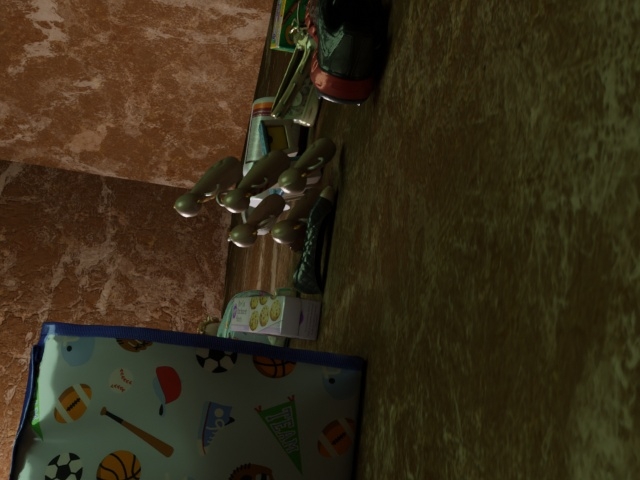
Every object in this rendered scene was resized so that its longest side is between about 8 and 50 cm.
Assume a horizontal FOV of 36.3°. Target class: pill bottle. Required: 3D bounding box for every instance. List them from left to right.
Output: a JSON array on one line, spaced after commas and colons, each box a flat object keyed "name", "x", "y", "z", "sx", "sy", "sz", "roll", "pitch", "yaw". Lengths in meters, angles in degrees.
[{"name": "pill bottle", "x": -0.099, "y": -0.182, "z": 2.062, "sx": 0.121, "sy": 0.121, "sz": 0.221, "roll": 137, "pitch": 141, "yaw": -77}]

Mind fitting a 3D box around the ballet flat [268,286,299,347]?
[{"name": "ballet flat", "x": -0.079, "y": 0.149, "z": 1.822, "sx": 0.057, "sy": 0.052, "sz": 0.168, "roll": -93, "pitch": 14, "yaw": -54}]

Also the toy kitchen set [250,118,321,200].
[{"name": "toy kitchen set", "x": -0.087, "y": -0.165, "z": 1.818, "sx": 0.207, "sy": 0.122, "sz": 0.166, "roll": 134, "pitch": 127, "yaw": -75}]

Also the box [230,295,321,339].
[{"name": "box", "x": -0.082, "y": 0.129, "z": 1.644, "sx": 0.324, "sy": 0.063, "sz": 0.067, "roll": 171, "pitch": 108, "yaw": -71}]

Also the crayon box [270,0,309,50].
[{"name": "crayon box", "x": -0.058, "y": -0.524, "z": 2.276, "sx": 0.278, "sy": 0.081, "sz": 0.165, "roll": -121, "pitch": 40, "yaw": -77}]

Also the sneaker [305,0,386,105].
[{"name": "sneaker", "x": 0.036, "y": -0.312, "z": 1.367, "sx": 0.276, "sy": 0.097, "sz": 0.135, "roll": -94, "pitch": 15, "yaw": -49}]

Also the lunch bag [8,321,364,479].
[{"name": "lunch bag", "x": -0.168, "y": 0.275, "z": 1.155, "sx": 0.239, "sy": 0.385, "sz": 0.328, "roll": 127, "pitch": 149, "yaw": -72}]

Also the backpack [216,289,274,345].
[{"name": "backpack", "x": -0.133, "y": 0.189, "z": 1.920, "sx": 0.115, "sy": 0.151, "sz": 0.182, "roll": -7, "pitch": 70, "yaw": 65}]

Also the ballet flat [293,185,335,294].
[{"name": "ballet flat", "x": 0.000, "y": 0.000, "z": 1.526, "sx": 0.057, "sy": 0.049, "sz": 0.173, "roll": 16, "pitch": -93, "yaw": -71}]

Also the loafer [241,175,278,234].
[{"name": "loafer", "x": -0.123, "y": -0.174, "z": 2.253, "sx": 0.111, "sy": 0.112, "sz": 0.320, "roll": 97, "pitch": -179, "yaw": -83}]

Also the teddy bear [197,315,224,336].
[{"name": "teddy bear", "x": -0.209, "y": 0.317, "z": 2.041, "sx": 0.245, "sy": 0.113, "sz": 0.338, "roll": -43, "pitch": -51, "yaw": -63}]

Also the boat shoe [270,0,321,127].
[{"name": "boat shoe", "x": -0.028, "y": -0.349, "z": 1.860, "sx": 0.105, "sy": 0.089, "sz": 0.285, "roll": -95, "pitch": 16, "yaw": -59}]

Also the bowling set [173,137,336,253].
[{"name": "bowling set", "x": -0.075, "y": -0.039, "z": 1.588, "sx": 0.287, "sy": 0.200, "sz": 0.154, "roll": -10, "pitch": 28, "yaw": 43}]
